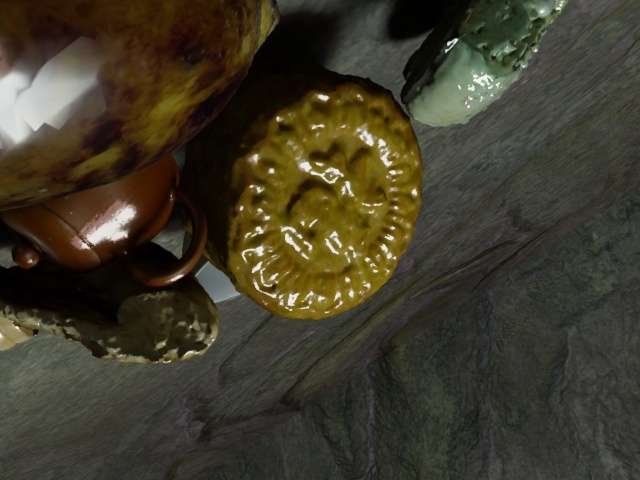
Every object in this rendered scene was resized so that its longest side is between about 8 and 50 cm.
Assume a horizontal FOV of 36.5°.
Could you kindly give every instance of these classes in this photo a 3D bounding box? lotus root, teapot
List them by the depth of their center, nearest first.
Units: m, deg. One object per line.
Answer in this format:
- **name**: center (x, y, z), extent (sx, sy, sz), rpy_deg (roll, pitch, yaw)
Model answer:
- **lotus root**: center (-0.124, -0.093, 0.422), extent (0.314, 0.141, 0.169), rpy_deg (-16, 156, -45)
- **teapot**: center (-0.150, -0.024, 0.608), extent (0.116, 0.173, 0.116), rpy_deg (-54, 165, -23)

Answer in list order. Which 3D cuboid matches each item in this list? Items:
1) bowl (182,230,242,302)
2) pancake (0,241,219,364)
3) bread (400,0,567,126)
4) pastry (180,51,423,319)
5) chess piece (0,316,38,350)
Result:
- **bowl**: center (-0.059, -0.027, 0.879), extent (0.189, 0.086, 0.189), rpy_deg (-31, 166, -8)
- **pancake**: center (-0.202, 0.025, 0.666), extent (0.244, 0.057, 0.266), rpy_deg (6, -173, -19)
- **bread**: center (0.129, -0.161, 0.723), extent (0.172, 0.064, 0.232), rpy_deg (-50, -173, 16)
- **pastry**: center (-0.012, -0.041, 0.720), extent (0.188, 0.189, 0.103), rpy_deg (-23, -153, -28)
- **chess piece**: center (-0.300, 0.078, 0.794), extent (0.122, 0.066, 0.066), rpy_deg (-27, 165, 2)
